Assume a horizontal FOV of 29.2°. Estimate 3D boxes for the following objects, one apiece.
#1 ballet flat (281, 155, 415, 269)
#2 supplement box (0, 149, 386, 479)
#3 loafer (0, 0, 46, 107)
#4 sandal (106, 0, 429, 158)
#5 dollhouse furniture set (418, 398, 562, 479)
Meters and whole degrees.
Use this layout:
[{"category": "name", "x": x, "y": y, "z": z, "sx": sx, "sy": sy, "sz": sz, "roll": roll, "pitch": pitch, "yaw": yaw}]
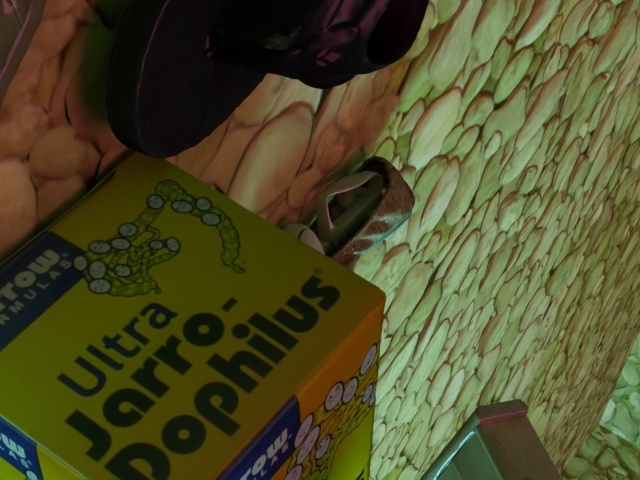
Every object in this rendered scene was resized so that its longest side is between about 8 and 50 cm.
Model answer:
[{"category": "ballet flat", "x": 0.000, "y": 0.000, "z": 1.005, "sx": 0.206, "sy": 0.073, "sz": 0.067, "roll": -47, "pitch": 127, "yaw": -35}, {"category": "supplement box", "x": -0.096, "y": 0.154, "z": 0.800, "sx": 0.194, "sy": 0.195, "sz": 0.356, "roll": -46, "pitch": 154, "yaw": -31}, {"category": "loafer", "x": -0.174, "y": -0.065, "z": 0.553, "sx": 0.050, "sy": 0.056, "sz": 0.148, "roll": 16, "pitch": 94, "yaw": -66}, {"category": "sandal", "x": 0.041, "y": -0.198, "z": 0.765, "sx": 0.446, "sy": 0.107, "sz": 0.167, "roll": -45, "pitch": 154, "yaw": -32}, {"category": "dollhouse furniture set", "x": 0.001, "y": 0.240, "z": 0.809, "sx": 0.355, "sy": 0.174, "sz": 0.303, "roll": -6, "pitch": 143, "yaw": -29}]
